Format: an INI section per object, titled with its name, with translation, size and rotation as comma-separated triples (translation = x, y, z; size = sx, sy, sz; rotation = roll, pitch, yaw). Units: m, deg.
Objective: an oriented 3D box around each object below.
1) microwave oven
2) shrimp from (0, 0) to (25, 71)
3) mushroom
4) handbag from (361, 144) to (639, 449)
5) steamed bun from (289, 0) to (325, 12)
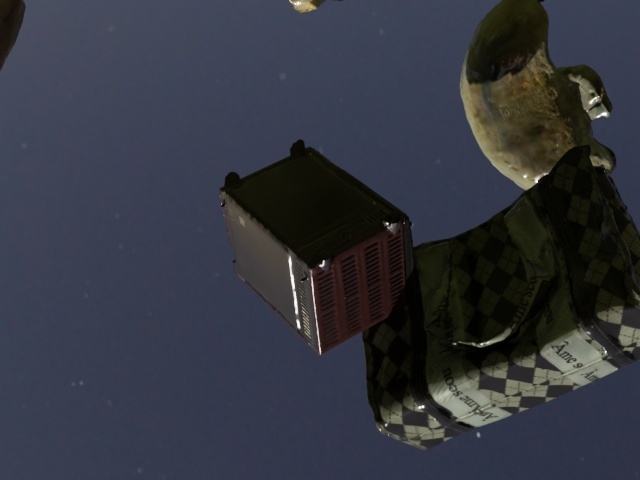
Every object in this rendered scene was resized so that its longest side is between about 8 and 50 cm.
[microwave oven]
translation = -0.001, 0.002, 1.317
size = 0.188, 0.178, 0.247
rotation = -29, -136, -21
[shrimp]
translation = -0.384, -0.162, 0.885
size = 0.068, 0.185, 0.287
rotation = 26, -146, 26
[mushroom]
translation = 0.342, -0.218, 1.514
size = 0.130, 0.344, 0.248
rotation = -35, -159, -36
[handbag]
translation = 0.257, 0.074, 1.309
size = 0.416, 0.180, 0.316
rotation = -29, -134, 27
[steamed bun]
translation = -0.021, -0.408, 1.257
size = 0.106, 0.192, 0.177
rotation = -28, -179, 16
